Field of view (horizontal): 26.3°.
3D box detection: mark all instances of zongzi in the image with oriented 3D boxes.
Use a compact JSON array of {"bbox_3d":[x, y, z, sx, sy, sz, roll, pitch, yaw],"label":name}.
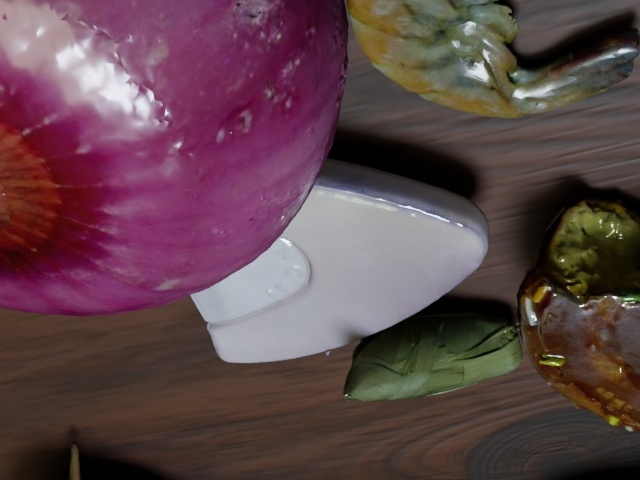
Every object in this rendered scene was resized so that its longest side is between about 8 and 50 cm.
[{"bbox_3d":[0.099,0.089,0.976,0.154,0.130,0.062,-2,101,12],"label":"zongzi"}]

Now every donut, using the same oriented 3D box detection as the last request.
[{"bbox_3d":[0.254,0.038,0.915,0.216,0.096,0.230,38,129,-27],"label":"donut"}]

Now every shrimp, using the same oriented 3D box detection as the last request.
[{"bbox_3d":[0.151,-0.156,0.781,0.296,0.058,0.169,-26,131,36],"label":"shrimp"}]

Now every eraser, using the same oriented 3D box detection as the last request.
[{"bbox_3d":[0.000,-0.001,0.953,0.243,0.059,0.204,-6,132,21],"label":"eraser"}]

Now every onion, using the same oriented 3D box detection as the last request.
[{"bbox_3d":[-0.167,-0.086,0.742,0.358,0.345,0.358,10,169,2],"label":"onion"}]

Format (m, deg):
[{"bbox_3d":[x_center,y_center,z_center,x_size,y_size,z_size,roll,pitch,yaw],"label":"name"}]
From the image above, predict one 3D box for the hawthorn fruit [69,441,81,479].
[{"bbox_3d":[-0.187,0.304,1.204,0.210,0.210,0.262,-13,113,23],"label":"hawthorn fruit"}]
